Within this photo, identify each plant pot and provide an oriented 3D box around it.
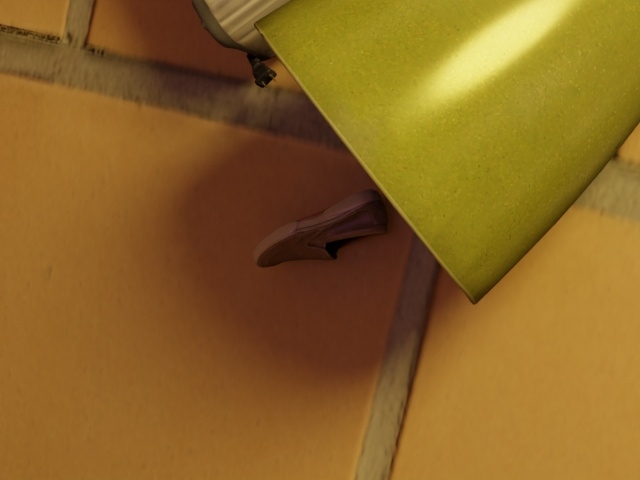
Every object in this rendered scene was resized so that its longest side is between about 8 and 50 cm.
[{"bbox_3d":[0.148,-0.147,0.906,0.293,0.275,0.274,-38,72,5],"label":"plant pot"}]

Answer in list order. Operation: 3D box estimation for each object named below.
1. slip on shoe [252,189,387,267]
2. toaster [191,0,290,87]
[{"bbox_3d":[0.000,0.000,1.077,0.135,0.051,0.041,-25,75,16],"label":"slip on shoe"},{"bbox_3d":[-0.049,-0.268,1.065,0.146,0.129,0.227,-32,74,20],"label":"toaster"}]
